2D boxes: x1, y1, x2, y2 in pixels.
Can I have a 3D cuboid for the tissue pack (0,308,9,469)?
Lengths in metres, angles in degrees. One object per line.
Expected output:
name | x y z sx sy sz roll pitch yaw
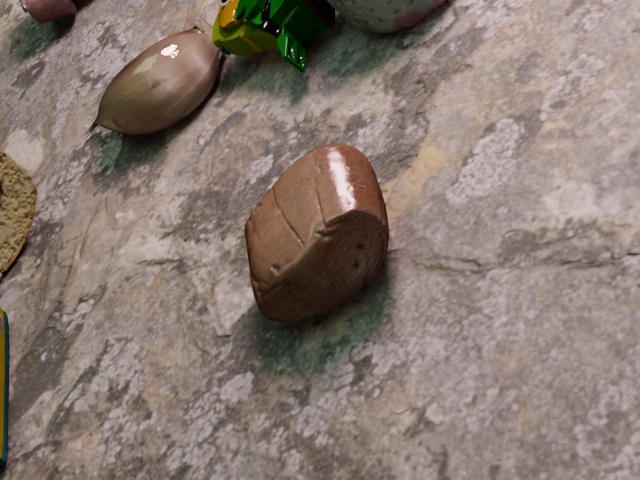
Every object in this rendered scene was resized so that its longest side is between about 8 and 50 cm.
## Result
tissue pack | -0.489 0.194 1.487 0.192 0.134 0.271 -33 39 11

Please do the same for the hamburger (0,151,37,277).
hamburger | -0.554 -0.001 1.713 0.330 0.162 0.209 -51 35 -6

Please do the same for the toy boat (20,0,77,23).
toy boat | -0.378 -0.476 2.086 0.282 0.096 0.206 -27 25 6

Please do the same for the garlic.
garlic | -0.250 -0.200 1.692 0.267 0.148 0.128 -27 76 13

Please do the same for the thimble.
thimble | 0.069 -0.365 1.512 0.185 0.149 0.211 -52 37 -8

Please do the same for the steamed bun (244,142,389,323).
steamed bun | 0.000 0.000 1.266 0.175 0.106 0.145 -42 40 24

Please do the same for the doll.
doll | -0.067 -0.289 1.595 0.186 0.106 0.134 11 74 47
